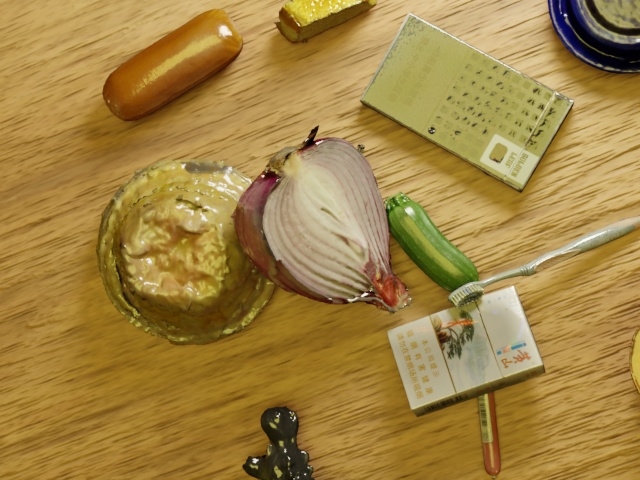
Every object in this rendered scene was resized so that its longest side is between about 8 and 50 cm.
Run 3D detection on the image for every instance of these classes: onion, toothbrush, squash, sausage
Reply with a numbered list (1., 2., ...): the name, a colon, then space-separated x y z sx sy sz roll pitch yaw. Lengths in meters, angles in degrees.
1. onion: 0.000 0.000 1.705 0.267 0.159 0.349 -44 110 -26
2. toothbrush: 0.389 0.031 1.684 0.375 0.037 0.028 -23 117 -4
3. squash: 0.187 0.009 1.722 0.077 0.068 0.219 -41 83 13
4. sausage: -0.265 -0.311 1.786 0.274 0.105 0.105 -31 84 7
5. sausage: 0.287 0.299 1.717 0.029 0.029 0.223 -5 88 9

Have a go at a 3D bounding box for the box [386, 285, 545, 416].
1. box: 0.245 0.189 1.687 0.233 0.067 0.149 -21 66 7

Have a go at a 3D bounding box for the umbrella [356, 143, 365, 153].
1. umbrella: 0.064 -0.131 1.771 0.031 0.020 0.083 8 90 48

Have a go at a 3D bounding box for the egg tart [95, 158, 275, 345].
1. egg tart: -0.239 0.018 1.753 0.352 0.150 0.352 0 92 8

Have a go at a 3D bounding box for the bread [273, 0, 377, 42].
1. bread: 0.008 -0.406 1.744 0.187 0.103 0.065 -22 87 3

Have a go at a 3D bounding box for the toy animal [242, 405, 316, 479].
1. toy animal: -0.032 0.461 1.712 0.168 0.106 0.343 -44 71 26

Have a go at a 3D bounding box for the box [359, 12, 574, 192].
1. box: 0.251 -0.239 1.728 0.324 0.047 0.180 30 93 8

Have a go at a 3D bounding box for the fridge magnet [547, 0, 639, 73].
1. fridge magnet: 0.513 -0.410 1.659 0.265 0.112 0.266 0 91 9

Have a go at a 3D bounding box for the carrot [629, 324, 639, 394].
1. carrot: 0.578 0.183 1.564 0.196 0.254 0.196 -1 86 14
